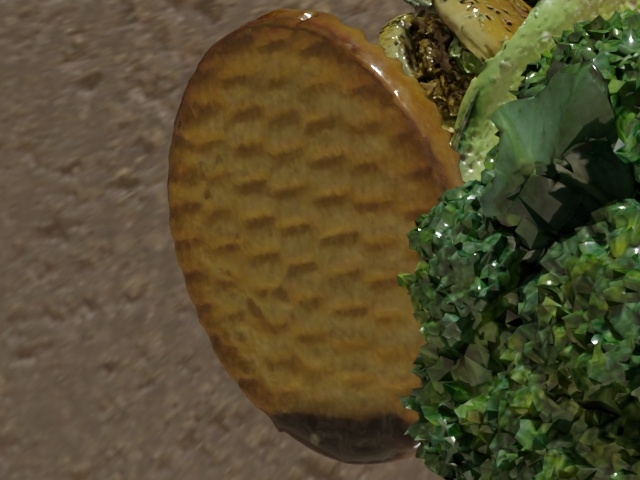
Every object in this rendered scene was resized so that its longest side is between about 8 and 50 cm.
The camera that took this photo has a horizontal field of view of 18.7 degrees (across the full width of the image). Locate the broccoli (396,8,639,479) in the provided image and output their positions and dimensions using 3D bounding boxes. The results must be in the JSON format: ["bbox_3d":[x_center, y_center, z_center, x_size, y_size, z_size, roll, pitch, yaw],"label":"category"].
[{"bbox_3d":[0.098,0.048,0.375,0.195,0.156,0.195,3,110,9],"label":"broccoli"}]

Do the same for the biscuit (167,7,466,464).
[{"bbox_3d":[0.000,0.000,1.320,0.318,0.040,0.318,23,122,44],"label":"biscuit"}]

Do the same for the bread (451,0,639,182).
[{"bbox_3d":[0.208,-0.085,1.434,0.045,0.301,0.301,38,112,39],"label":"bread"}]

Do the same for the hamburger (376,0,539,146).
[{"bbox_3d":[0.132,-0.145,1.530,0.185,0.177,0.113,45,123,-3],"label":"hamburger"}]
